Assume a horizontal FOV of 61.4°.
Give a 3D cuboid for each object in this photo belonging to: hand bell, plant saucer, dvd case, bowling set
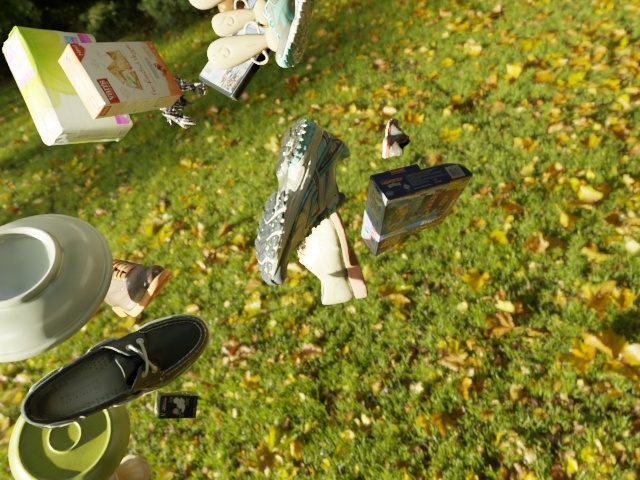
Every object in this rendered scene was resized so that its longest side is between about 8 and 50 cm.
[{"bbox_3d":[-0.530,0.576,1.261,0.126,0.242,0.126,-8,72,27],"label":"hand bell"},{"bbox_3d":[-0.518,0.402,1.105,0.241,0.037,0.240,2,62,-4],"label":"plant saucer"},{"bbox_3d":[-0.146,-0.419,1.120,0.253,0.022,0.180,-55,43,4],"label":"dvd case"},{"bbox_3d":[-0.152,-0.482,1.017,0.154,0.286,0.200,-12,23,14],"label":"bowling set"},{"bbox_3d":[-0.700,0.079,1.260,0.401,0.100,0.400,-1,56,2],"label":"plant saucer"}]

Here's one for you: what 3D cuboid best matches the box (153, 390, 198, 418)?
[{"bbox_3d":[-0.322,0.365,1.201,0.083,0.052,0.062,8,-7,-25],"label":"box"}]

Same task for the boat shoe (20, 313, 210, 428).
[{"bbox_3d":[-0.315,0.209,0.863,0.303,0.114,0.091,-31,-4,-19],"label":"boat shoe"}]

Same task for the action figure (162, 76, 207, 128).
[{"bbox_3d":[-0.456,-0.455,1.775,0.141,0.163,0.275,15,8,-10],"label":"action figure"}]

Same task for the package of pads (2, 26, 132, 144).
[{"bbox_3d":[-0.653,-0.398,1.398,0.101,0.296,0.229,-27,-2,35],"label":"package of pads"}]

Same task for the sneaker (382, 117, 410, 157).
[{"bbox_3d":[0.201,-0.261,1.399,0.065,0.061,0.157,6,46,12],"label":"sneaker"}]

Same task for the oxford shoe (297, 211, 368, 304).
[{"bbox_3d":[0.000,0.000,1.405,0.147,0.396,0.140,-21,17,4],"label":"oxford shoe"}]

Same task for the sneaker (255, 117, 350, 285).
[{"bbox_3d":[-0.021,-0.055,0.899,0.110,0.122,0.282,8,81,67],"label":"sneaker"}]

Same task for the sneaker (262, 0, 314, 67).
[{"bbox_3d":[-0.058,-0.351,0.865,0.076,0.065,0.166,7,72,11],"label":"sneaker"}]

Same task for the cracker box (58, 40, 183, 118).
[{"bbox_3d":[-0.458,-0.379,1.257,0.067,0.155,0.232,-31,0,39],"label":"cracker box"}]

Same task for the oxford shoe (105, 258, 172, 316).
[{"bbox_3d":[-0.498,0.113,1.391,0.364,0.132,0.130,-22,27,50],"label":"oxford shoe"}]

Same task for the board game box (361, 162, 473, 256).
[{"bbox_3d":[0.158,-0.057,1.010,0.194,0.194,0.060,-16,61,-26],"label":"board game box"}]
